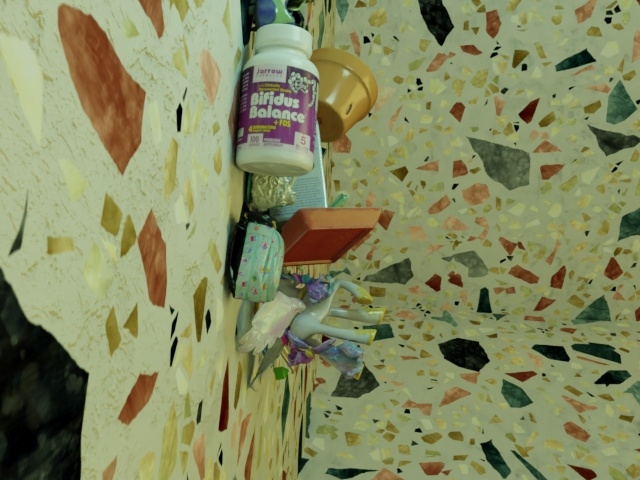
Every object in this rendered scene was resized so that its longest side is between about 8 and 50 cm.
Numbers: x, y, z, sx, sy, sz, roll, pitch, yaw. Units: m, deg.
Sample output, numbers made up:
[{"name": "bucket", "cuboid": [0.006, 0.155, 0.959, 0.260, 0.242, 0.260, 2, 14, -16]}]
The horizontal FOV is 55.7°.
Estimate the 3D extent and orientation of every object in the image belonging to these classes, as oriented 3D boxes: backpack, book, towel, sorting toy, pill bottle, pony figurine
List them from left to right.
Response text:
[{"name": "backpack", "cuboid": [-0.138, 0.044, 1.314, 0.152, 0.115, 0.181, 86, 11, -71]}, {"name": "pill bottle", "cuboid": [-0.090, -0.299, 1.309, 0.169, 0.170, 0.301, 50, 43, -83]}, {"name": "sorting toy", "cuboid": [-0.106, 0.287, 1.880, 0.195, 0.047, 0.347, 63, 29, -19]}, {"name": "pony figurine", "cuboid": [-0.043, 0.220, 1.576, 0.302, 0.364, 0.350, 99, 15, -53]}, {"name": "book", "cuboid": [-0.054, -0.810, 2.161, 0.144, 0.035, 0.096, -79, 174, -53]}, {"name": "towel", "cuboid": [0.001, -0.019, 1.929, 0.248, 0.038, 0.325, -46, 171, -9]}]

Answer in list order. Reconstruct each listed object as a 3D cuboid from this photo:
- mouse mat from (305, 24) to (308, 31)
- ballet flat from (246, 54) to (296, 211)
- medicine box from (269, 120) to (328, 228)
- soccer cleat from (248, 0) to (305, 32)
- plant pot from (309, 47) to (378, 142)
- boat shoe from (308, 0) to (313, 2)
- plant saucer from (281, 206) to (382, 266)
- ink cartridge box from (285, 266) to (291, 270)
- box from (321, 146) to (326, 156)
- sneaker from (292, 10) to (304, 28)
[{"name": "mouse mat", "cuboid": [-0.059, -0.665, 2.194, 0.189, 0.007, 0.152, 86, 14, -74]}, {"name": "ballet flat", "cuboid": [-0.098, -0.268, 1.461, 0.147, 0.147, 0.408, 45, 48, -83]}, {"name": "medicine box", "cuboid": [-0.058, -0.137, 1.650, 0.263, 0.149, 0.289, 81, 2, -67]}, {"name": "soccer cleat", "cuboid": [-0.088, -0.573, 1.407, 0.093, 0.121, 0.289, 86, 9, -53]}, {"name": "plant pot", "cuboid": [0.026, -0.470, 2.051, 0.290, 0.291, 0.203, 86, 25, -56]}, {"name": "boat shoe", "cuboid": [-0.028, -0.954, 2.139, 0.104, 0.089, 0.285, 131, -26, -53]}, {"name": "plant saucer", "cuboid": [0.000, 0.000, 1.550, 0.258, 0.259, 0.047, -44, -122, 46]}, {"name": "ink cartridge box", "cuboid": [-0.108, 0.003, 1.965, 0.232, 0.066, 0.188, 14, 79, -81]}, {"name": "box", "cuboid": [-0.056, -0.222, 1.922, 0.156, 0.093, 0.158, -72, -176, -71]}, {"name": "sneaker", "cuboid": [-0.076, -0.634, 1.851, 0.084, 0.058, 0.152, -91, 179, -79]}]
